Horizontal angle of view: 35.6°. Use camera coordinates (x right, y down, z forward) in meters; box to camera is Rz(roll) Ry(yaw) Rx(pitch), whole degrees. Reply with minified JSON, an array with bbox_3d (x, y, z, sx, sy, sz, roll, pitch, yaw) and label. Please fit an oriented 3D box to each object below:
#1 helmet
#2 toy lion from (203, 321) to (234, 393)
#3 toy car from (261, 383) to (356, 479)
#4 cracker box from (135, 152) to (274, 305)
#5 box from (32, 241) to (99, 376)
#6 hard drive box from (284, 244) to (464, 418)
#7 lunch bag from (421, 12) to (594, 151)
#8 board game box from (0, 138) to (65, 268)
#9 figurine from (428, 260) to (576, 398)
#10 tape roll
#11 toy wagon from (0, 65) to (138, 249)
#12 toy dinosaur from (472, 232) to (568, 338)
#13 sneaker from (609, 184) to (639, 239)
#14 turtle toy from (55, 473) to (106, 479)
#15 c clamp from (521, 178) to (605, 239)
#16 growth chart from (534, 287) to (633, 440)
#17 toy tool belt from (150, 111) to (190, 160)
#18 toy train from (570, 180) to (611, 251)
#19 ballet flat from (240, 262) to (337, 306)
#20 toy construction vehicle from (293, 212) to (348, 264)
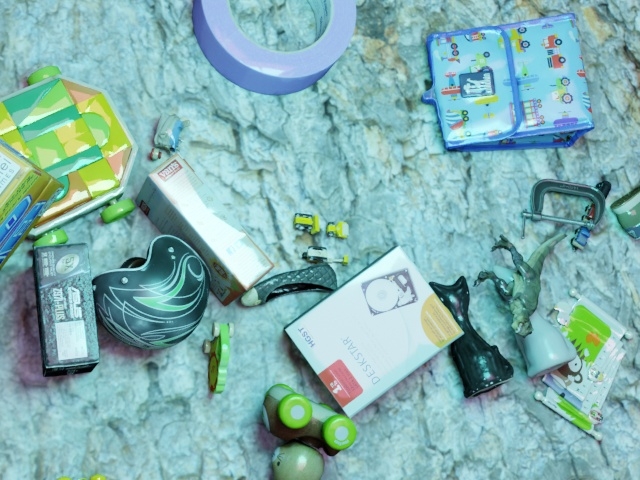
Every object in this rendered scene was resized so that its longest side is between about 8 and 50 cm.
[{"bbox_3d":[-0.261,0.087,1.529,0.169,0.169,0.161,38,52,-6],"label":"helmet"},{"bbox_3d":[-0.160,0.190,1.573,0.034,0.100,0.096,4,57,-19],"label":"toy lion"},{"bbox_3d":[-0.048,0.335,1.555,0.149,0.155,0.188,27,83,-10],"label":"toy car"},{"bbox_3d":[-0.186,-0.014,1.579,0.067,0.156,0.232,-42,92,-22],"label":"cracker box"},{"bbox_3d":[-0.382,0.106,1.493,0.078,0.147,0.180,-5,78,-19],"label":"box"},{"bbox_3d":[0.085,0.147,1.632,0.232,0.089,0.181,-37,90,-4],"label":"hard drive box"},{"bbox_3d":[0.327,-0.280,1.840,0.293,0.138,0.220,-7,80,-7],"label":"lunch bag"},{"bbox_3d":[-0.604,-0.047,1.305,0.357,0.356,0.356,37,85,-7],"label":"board game box"},{"bbox_3d":[0.311,0.144,1.737,0.215,0.092,0.209,-14,71,-21],"label":"figurine"},{"bbox_3d":[-0.080,-0.397,1.740,0.275,0.090,0.274,4,76,-16],"label":"tape roll"},{"bbox_3d":[-0.463,-0.112,1.560,0.344,0.068,0.267,-29,87,-22],"label":"toy wagon"},{"bbox_3d":[0.339,0.060,1.723,0.118,0.064,0.268,29,51,1],"label":"toy dinosaur"},{"bbox_3d":[0.644,-0.070,1.913,0.192,0.064,0.086,-30,95,-21],"label":"sneaker"},{"bbox_3d":[-0.369,0.395,1.472,0.130,0.066,0.095,1,77,-17],"label":"turtle toy"},{"bbox_3d":[0.448,-0.053,1.846,0.161,0.022,0.137,4,60,1],"label":"c clamp"},{"bbox_3d":[0.473,0.219,1.810,0.172,0.021,0.237,29,70,-8],"label":"growth chart"},{"bbox_3d":[-0.248,-0.168,1.652,0.051,0.052,0.083,14,74,-6],"label":"toy tool belt"},{"bbox_3d":[0.510,-0.047,1.874,0.027,0.036,0.158,32,70,-8],"label":"toy train"},{"bbox_3d":[-0.050,0.079,1.652,0.173,0.057,0.049,-16,71,-22],"label":"ballet flat"},{"bbox_3d":[0.000,0.000,1.705,0.098,0.035,0.085,5,65,-19],"label":"toy construction vehicle"}]
